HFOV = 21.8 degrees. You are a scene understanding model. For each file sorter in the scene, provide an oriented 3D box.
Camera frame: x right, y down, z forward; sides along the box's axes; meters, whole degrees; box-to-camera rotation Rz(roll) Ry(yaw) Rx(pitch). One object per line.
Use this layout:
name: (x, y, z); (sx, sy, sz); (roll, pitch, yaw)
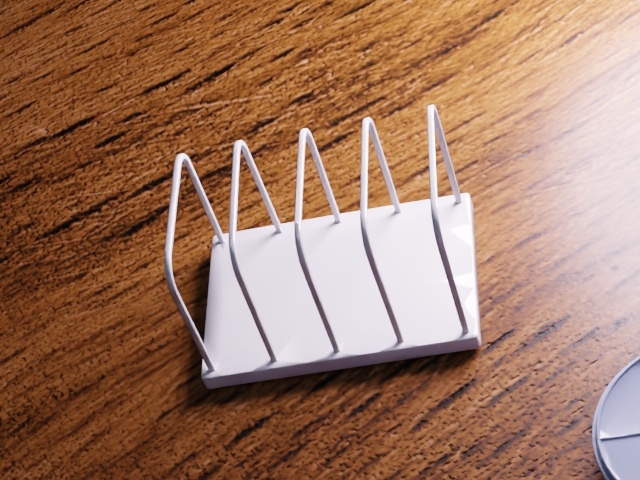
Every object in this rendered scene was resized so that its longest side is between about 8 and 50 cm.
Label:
file sorter: (0.000, 0.000, 1.623); (0.278, 0.173, 0.193); (-10, 46, 12)

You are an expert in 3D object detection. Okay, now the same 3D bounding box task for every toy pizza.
toy pizza: (0.338, 0.168, 1.444); (0.201, 0.032, 0.201); (-9, 47, 10)
